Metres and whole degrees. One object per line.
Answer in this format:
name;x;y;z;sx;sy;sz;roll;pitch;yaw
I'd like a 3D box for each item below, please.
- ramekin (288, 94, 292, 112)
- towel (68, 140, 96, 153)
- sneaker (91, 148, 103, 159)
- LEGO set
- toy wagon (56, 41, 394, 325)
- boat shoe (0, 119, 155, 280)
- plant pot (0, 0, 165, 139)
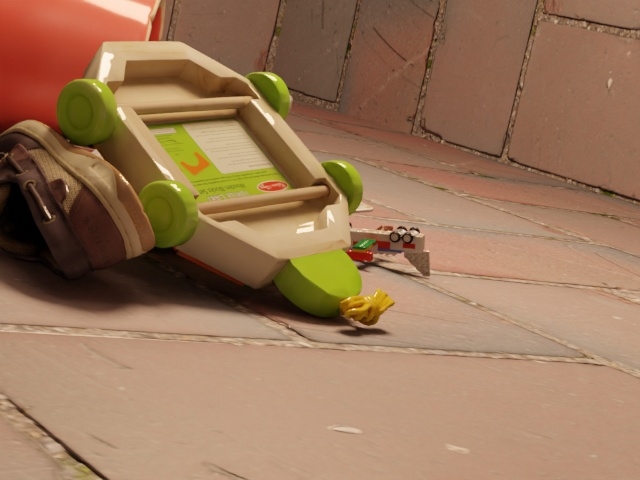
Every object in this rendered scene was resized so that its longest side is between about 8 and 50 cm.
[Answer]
ramekin;-0.184;-0.172;2.215;0.272;0.127;0.273;13;9;-2
towel;-0.252;-0.087;1.882;0.237;0.037;0.329;14;7;25
sneaker;-0.111;-0.039;1.561;0.153;0.101;0.268;20;15;28
LEGO set;0.000;0.000;1.701;0.182;0.060;0.244;-5;14;-24
toy wagon;-0.071;-0.045;1.383;0.344;0.068;0.267;51;31;19
boat shoe;-0.237;-0.030;1.309;0.092;0.103;0.285;-29;28;-24
plant pot;-0.333;-0.245;1.983;0.243;0.275;0.275;11;8;-2
